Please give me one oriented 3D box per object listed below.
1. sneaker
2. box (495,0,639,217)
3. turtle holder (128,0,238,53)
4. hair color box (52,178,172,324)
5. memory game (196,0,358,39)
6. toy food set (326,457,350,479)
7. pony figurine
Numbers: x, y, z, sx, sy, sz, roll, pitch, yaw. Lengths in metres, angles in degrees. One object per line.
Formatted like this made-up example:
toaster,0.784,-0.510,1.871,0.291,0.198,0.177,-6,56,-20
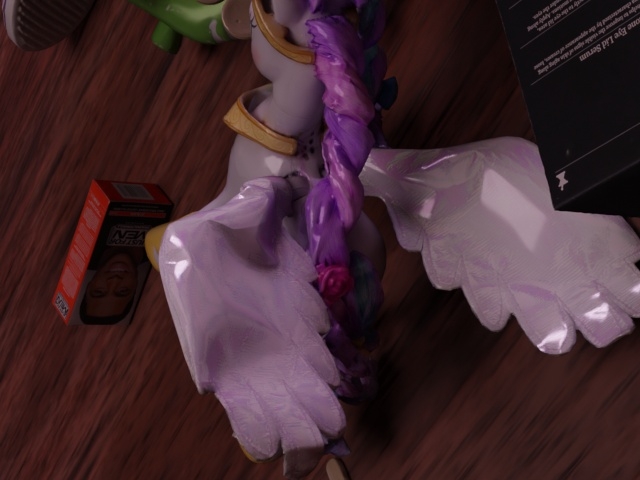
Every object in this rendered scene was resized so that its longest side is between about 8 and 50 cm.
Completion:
sneaker,-0.291,-0.346,1.388,0.161,0.102,0.282,42,126,32
box,0.228,-0.146,0.743,0.261,0.103,0.184,-32,60,46
turtle holder,-0.153,-0.299,1.130,0.227,0.243,0.320,-56,36,10
hair color box,-0.201,0.013,1.302,0.043,0.072,0.141,47,124,42
memory game,-0.022,-0.234,1.027,0.012,0.186,0.186,87,-179,-84
toy food set,-0.026,0.269,1.088,0.192,0.038,0.132,-52,50,36
pony figurine,0.000,0.000,0.908,0.351,0.303,0.363,61,153,27
